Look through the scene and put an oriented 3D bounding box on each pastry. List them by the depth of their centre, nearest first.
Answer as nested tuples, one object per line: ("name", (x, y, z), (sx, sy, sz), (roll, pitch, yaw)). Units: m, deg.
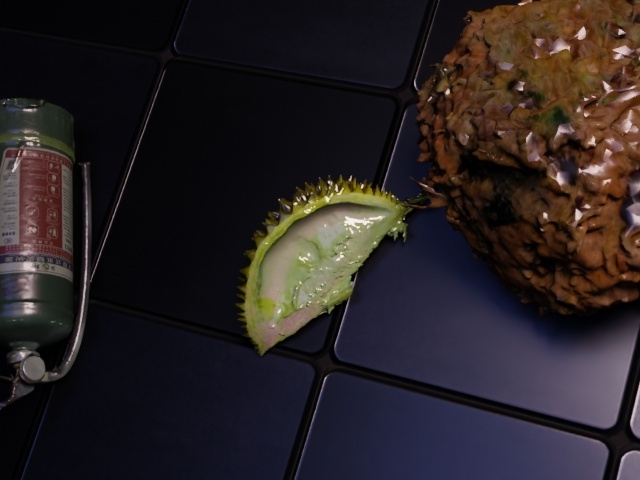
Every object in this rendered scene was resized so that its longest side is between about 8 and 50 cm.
("pastry", (0.198, -0.082, 0.864), (0.274, 0.193, 0.275), (-6, 69, 18))

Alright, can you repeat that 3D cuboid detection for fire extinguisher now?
("fire extinguisher", (-0.267, 0.019, 1.041), (0.093, 0.118, 0.295), (-27, 61, 47))

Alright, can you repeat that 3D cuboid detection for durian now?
("durian", (0.000, 0.000, 0.982), (0.215, 0.086, 0.100), (-44, 99, 4))
